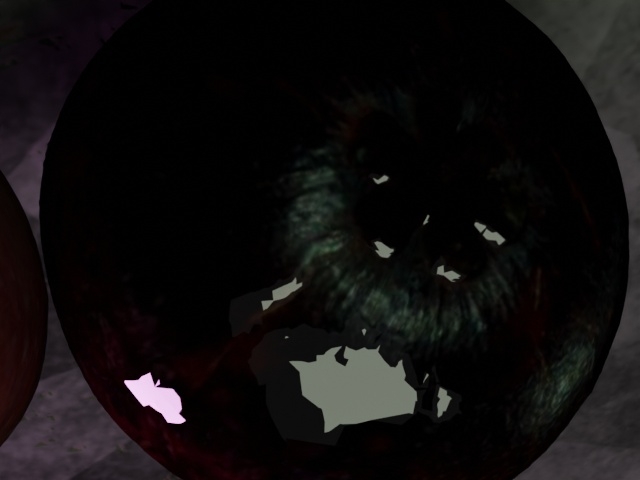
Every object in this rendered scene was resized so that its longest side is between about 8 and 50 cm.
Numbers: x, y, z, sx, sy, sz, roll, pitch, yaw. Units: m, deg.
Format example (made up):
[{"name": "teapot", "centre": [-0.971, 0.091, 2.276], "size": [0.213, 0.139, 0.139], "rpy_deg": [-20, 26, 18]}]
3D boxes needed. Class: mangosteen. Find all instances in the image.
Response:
[{"name": "mangosteen", "centre": [-0.001, -0.004, 0.865], "size": [0.300, 0.300, 0.300], "rpy_deg": [-10, 138, -10]}]

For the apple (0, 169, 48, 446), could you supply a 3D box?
[{"name": "apple", "centre": [-0.287, 0.040, 0.771], "size": [0.345, 0.269, 0.345], "rpy_deg": [-42, 177, -2]}]
